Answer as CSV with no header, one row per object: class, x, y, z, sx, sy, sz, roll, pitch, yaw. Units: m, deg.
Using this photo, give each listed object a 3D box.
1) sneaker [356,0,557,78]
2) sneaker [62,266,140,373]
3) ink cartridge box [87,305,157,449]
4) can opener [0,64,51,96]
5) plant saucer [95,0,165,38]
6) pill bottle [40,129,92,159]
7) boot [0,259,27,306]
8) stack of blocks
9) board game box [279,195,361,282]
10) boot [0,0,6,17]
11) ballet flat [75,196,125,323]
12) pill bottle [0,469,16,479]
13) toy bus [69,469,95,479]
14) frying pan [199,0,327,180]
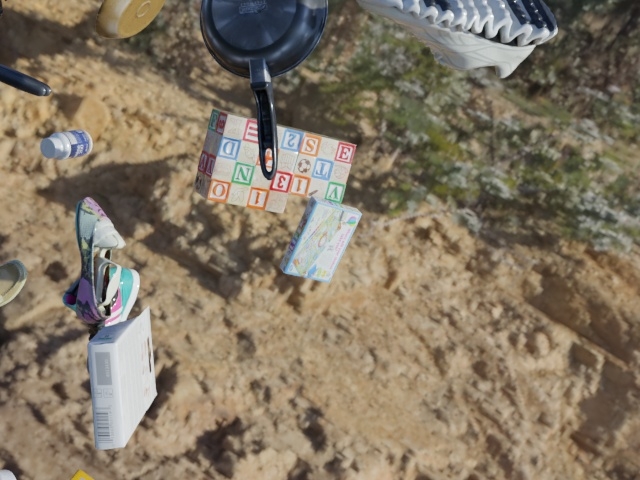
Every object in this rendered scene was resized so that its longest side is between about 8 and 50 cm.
sneaker,0.169,-0.284,1.071,0.292,0.118,0.110,9,52,-24
sneaker,-0.574,0.199,2.046,0.124,0.295,0.178,8,-9,37
ink cartridge box,-0.334,0.224,1.378,0.056,0.180,0.224,-2,11,0
can opener,-0.578,-0.300,1.463,0.186,0.073,0.059,17,20,-6
plant saucer,-0.155,-0.200,0.686,0.015,0.083,0.083,43,9,4
pill bottle,-0.614,-0.229,1.950,0.067,0.067,0.120,32,25,16
boot,-0.738,0.114,1.706,0.077,0.213,0.165,57,6,7
stack of blocks,-0.091,-0.149,1.645,0.297,0.171,0.087,9,12,-30
board game box,0.000,0.000,1.524,0.104,0.154,0.026,15,19,-31
boot,-0.581,-0.456,1.405,0.045,0.099,0.121,-26,69,-44
ballet flat,-0.382,0.034,1.411,0.079,0.221,0.077,-1,-5,21
pill bottle,-0.697,0.475,1.456,0.272,0.152,0.152,12,18,-47
toy bus,-0.410,0.627,1.661,0.333,0.130,0.108,38,-34,-3
frying pan,-0.109,-0.271,1.169,0.197,0.326,0.053,20,3,15
